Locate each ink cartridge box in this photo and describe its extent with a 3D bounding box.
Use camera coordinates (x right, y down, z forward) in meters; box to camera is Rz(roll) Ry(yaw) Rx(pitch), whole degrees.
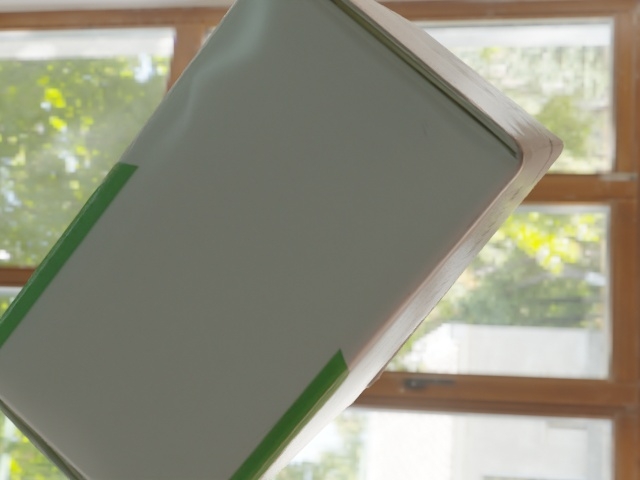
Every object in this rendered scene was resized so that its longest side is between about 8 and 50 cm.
[{"bbox_3d":[0.000,0.000,0.565,0.211,0.121,0.289,-51,-8,12],"label":"ink cartridge box"}]
